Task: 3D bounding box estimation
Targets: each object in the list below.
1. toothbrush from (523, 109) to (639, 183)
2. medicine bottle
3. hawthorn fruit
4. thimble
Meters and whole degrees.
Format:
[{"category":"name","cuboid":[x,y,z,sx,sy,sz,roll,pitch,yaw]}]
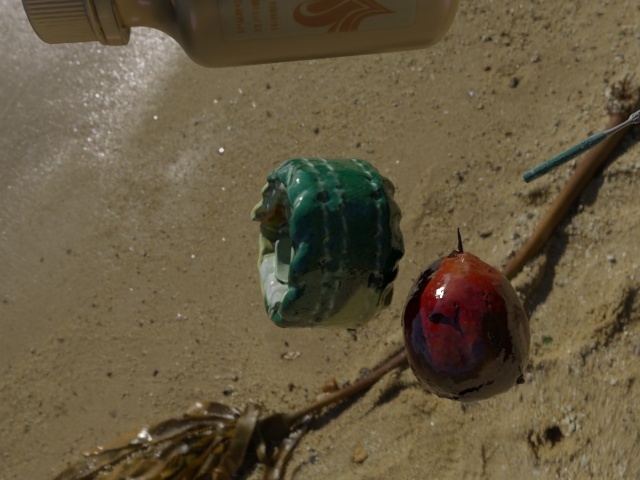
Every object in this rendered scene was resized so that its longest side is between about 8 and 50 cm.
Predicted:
[{"category":"toothbrush","cuboid":[0.253,-0.092,0.607,0.167,0.014,0.011,-27,77,-19]},{"category":"medicine bottle","cuboid":[-0.048,-0.165,0.399,0.252,0.114,0.114,-7,54,-4]},{"category":"hawthorn fruit","cuboid":[0.189,0.099,0.883,0.181,0.181,0.235,-11,76,14]},{"category":"thimble","cuboid":[0.000,0.000,0.977,0.167,0.254,0.288,1,16,-18]}]
